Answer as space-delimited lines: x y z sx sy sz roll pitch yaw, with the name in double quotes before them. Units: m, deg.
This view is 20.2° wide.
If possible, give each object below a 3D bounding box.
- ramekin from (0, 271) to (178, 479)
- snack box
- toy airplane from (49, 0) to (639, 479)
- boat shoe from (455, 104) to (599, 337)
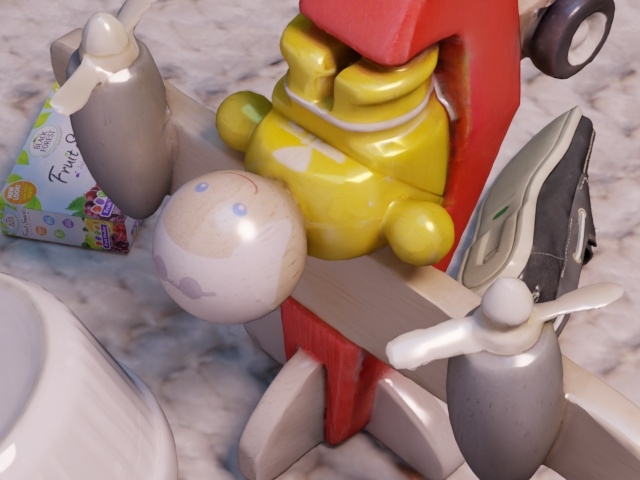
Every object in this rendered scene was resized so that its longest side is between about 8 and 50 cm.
"ramekin" -0.231 0.134 1.063 0.273 0.127 0.273 -13 41 12
"snack box" -0.173 -0.058 1.358 0.100 0.037 0.141 8 47 10
"toy airplane" 0.000 0.000 1.076 0.386 0.384 0.272 -17 2 43
"boat shoe" 0.162 -0.012 1.303 0.079 0.084 0.233 41 40 -14
